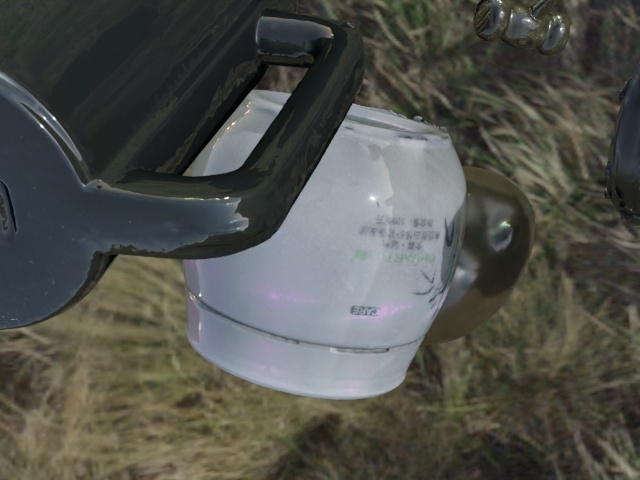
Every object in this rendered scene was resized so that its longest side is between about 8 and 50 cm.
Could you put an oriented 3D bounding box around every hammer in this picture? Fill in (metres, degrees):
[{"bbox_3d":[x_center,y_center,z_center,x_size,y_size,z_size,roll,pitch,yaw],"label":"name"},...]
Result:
[{"bbox_3d":[0.178,-0.188,0.560,0.292,0.058,0.029,134,138,-54],"label":"hammer"}]

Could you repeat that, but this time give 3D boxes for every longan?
[{"bbox_3d":[0.200,0.019,1.791,0.288,0.288,0.350,33,69,34],"label":"longan"}]

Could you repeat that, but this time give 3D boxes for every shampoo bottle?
[{"bbox_3d":[0.000,0.000,1.055,0.273,0.273,0.266,21,108,36],"label":"shampoo bottle"}]

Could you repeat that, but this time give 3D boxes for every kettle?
[{"bbox_3d":[-0.131,-0.087,0.678,0.262,0.308,0.203,30,127,-5],"label":"kettle"}]

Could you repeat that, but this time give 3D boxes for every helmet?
[{"bbox_3d":[0.407,-0.108,1.088,0.160,0.279,0.230,23,65,35],"label":"helmet"}]
